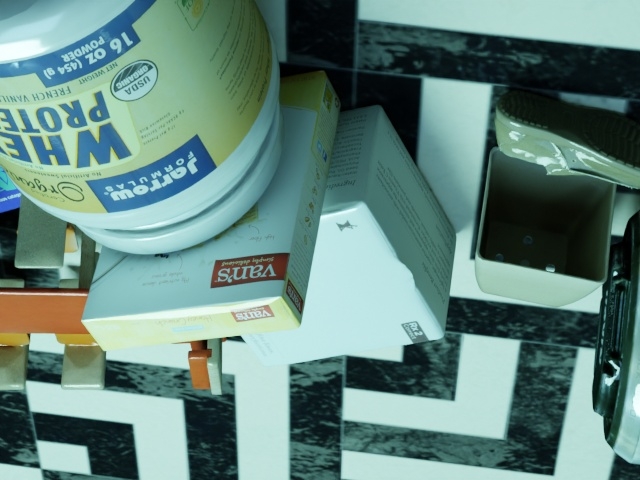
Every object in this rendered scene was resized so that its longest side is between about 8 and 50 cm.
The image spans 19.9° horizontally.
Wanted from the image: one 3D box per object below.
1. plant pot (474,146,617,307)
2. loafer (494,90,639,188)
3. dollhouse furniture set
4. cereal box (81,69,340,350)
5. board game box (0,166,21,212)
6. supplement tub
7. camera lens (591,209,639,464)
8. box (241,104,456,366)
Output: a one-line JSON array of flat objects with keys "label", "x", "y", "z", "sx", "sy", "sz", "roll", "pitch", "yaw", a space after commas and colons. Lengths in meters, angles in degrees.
[{"label": "plant pot", "x": 0.182, "y": -0.001, "z": 1.544, "sx": 0.109, "sy": 0.109, "sz": 0.096, "roll": 11, "pitch": 153, "yaw": -1}, {"label": "loafer", "x": 0.209, "y": -0.078, "z": 1.482, "sx": 0.148, "sy": 0.056, "sz": 0.050, "roll": 22, "pitch": 140, "yaw": 1}, {"label": "dollhouse furniture set", "x": -0.216, "y": 0.062, "z": 1.633, "sx": 0.259, "sy": 0.135, "sz": 0.262, "roll": 0, "pitch": 152, "yaw": 1}, {"label": "cereal box", "x": -0.083, "y": -0.026, "z": 1.458, "sx": 0.173, "sy": 0.240, "sz": 0.047, "roll": -8, "pitch": 137, "yaw": 20}, {"label": "board game box", "x": -0.328, "y": -0.105, "z": 1.568, "sx": 0.160, "sy": 0.047, "sz": 0.210, "roll": -15, "pitch": 134, "yaw": 27}, {"label": "supplement tub", "x": -0.161, "y": -0.148, "z": 1.321, "sx": 0.228, "sy": 0.228, "sz": 0.316, "roll": -4, "pitch": 149, "yaw": 16}, {"label": "camera lens", "x": 0.370, "y": 0.087, "z": 1.509, "sx": 0.274, "sy": 0.219, "sz": 0.219, "roll": 6, "pitch": 140, "yaw": 5}, {"label": "box", "x": 0.000, "y": 0.000, "z": 1.565, "sx": 0.182, "sy": 0.119, "sz": 0.181, "roll": -11, "pitch": 135, "yaw": 24}]
